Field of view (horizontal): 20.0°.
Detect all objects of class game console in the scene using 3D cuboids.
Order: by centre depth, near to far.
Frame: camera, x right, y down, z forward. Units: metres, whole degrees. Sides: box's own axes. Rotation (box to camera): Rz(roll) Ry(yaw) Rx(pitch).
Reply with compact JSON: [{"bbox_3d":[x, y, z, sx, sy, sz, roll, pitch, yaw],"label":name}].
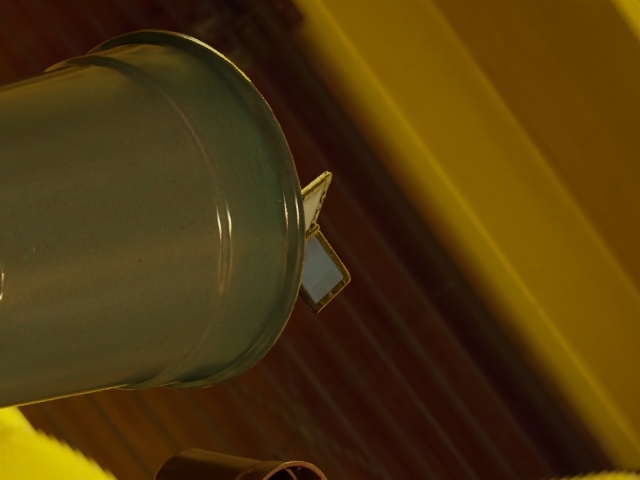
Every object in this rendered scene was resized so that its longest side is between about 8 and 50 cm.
[{"bbox_3d":[0.000,0.000,1.897,0.122,0.071,0.107,-42,-25,-64],"label":"game console"}]

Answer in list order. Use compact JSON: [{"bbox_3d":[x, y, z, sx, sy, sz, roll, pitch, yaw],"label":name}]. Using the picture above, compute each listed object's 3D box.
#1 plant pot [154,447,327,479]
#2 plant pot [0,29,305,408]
[{"bbox_3d":[-0.098,0.312,2.058,0.165,0.167,0.167,12,42,41],"label":"plant pot"},{"bbox_3d":[-0.249,-0.001,1.580,0.341,0.341,0.334,-29,-9,39],"label":"plant pot"}]
